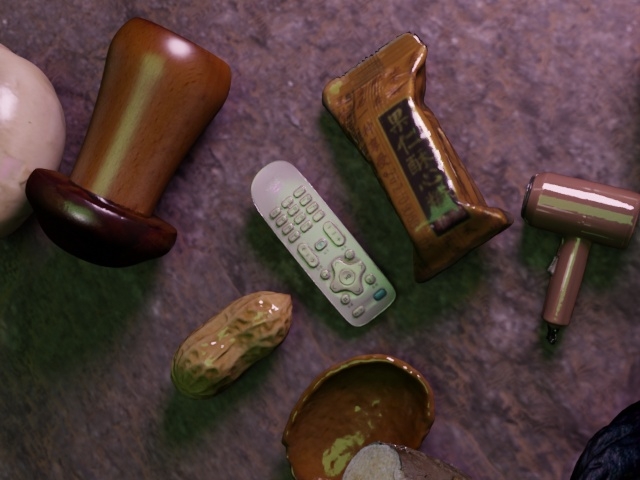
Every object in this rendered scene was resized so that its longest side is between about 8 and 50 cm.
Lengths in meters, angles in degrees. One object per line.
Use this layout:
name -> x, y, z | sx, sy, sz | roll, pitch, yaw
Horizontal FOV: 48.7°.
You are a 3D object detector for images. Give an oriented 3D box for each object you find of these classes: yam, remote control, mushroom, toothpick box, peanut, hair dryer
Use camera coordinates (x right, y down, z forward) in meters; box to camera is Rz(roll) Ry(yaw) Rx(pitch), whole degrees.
yam -> 0.103, 0.280, 0.767 | 0.107, 0.183, 0.107 | -29, 47, 35
remote control -> 0.000, 0.000, 0.867 | 0.073, 0.044, 0.229 | -40, 86, 10
mushroom -> -0.517, -0.137, 0.897 | 0.314, 0.336, 0.314 | -5, 80, 31
toothpick box -> -0.232, -0.111, 0.878 | 0.192, 0.192, 0.294 | 28, 94, 18
peanut -> -0.113, 0.128, 0.881 | 0.194, 0.093, 0.083 | -41, 63, 18
hair dryer -> 0.265, 0.024, 0.764 | 0.117, 0.064, 0.182 | 15, 101, 20

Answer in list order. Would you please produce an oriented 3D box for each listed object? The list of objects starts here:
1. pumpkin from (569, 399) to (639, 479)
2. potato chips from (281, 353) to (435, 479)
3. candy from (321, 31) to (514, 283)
pumpkin -> 0.379, 0.267, 0.569 | 0.363, 0.363, 0.266 | 4, 116, 20
potato chips -> 0.044, 0.222, 0.846 | 0.150, 0.049, 0.202 | 33, 99, 11
candy -> 0.106, -0.100, 0.801 | 0.143, 0.101, 0.271 | -33, 73, 23
